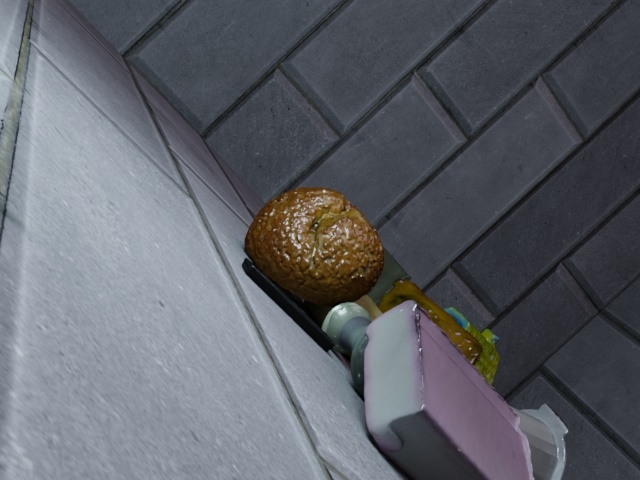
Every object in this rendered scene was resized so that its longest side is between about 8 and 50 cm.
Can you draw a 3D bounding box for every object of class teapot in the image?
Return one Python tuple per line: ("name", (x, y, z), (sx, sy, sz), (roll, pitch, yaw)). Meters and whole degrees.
("teapot", (0.107, 0.208, 1.621), (0.183, 0.183, 0.251), (46, -8, -31))

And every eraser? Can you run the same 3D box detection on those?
("eraser", (0.220, 0.310, 1.404), (0.359, 0.122, 0.272), (46, 28, -27))

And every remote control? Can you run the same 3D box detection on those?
("remote control", (-0.060, 0.123, 1.589), (0.245, 0.025, 0.063), (46, 1, -22))

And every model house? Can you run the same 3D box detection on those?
("model house", (0.336, 0.332, 2.235), (0.215, 0.303, 0.237), (40, -3, 46))

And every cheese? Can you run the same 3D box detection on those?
("cheese", (0.064, 0.181, 1.887), (0.214, 0.117, 0.226), (39, 10, -29))

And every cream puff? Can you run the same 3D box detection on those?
("cream puff", (0.000, 0.000, 1.773), (0.303, 0.212, 0.303), (25, 19, -9))

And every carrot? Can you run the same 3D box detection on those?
("carrot", (0.247, 0.276, 2.002), (0.341, 0.241, 0.241), (48, 2, 41))

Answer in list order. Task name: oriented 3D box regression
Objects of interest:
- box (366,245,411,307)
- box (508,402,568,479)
("box", (0.097, 0.108, 2.248), (0.149, 0.231, 0.155), (46, 3, -25))
("box", (0.374, 0.457, 1.868), (0.206, 0.262, 0.291), (34, -29, -32))
